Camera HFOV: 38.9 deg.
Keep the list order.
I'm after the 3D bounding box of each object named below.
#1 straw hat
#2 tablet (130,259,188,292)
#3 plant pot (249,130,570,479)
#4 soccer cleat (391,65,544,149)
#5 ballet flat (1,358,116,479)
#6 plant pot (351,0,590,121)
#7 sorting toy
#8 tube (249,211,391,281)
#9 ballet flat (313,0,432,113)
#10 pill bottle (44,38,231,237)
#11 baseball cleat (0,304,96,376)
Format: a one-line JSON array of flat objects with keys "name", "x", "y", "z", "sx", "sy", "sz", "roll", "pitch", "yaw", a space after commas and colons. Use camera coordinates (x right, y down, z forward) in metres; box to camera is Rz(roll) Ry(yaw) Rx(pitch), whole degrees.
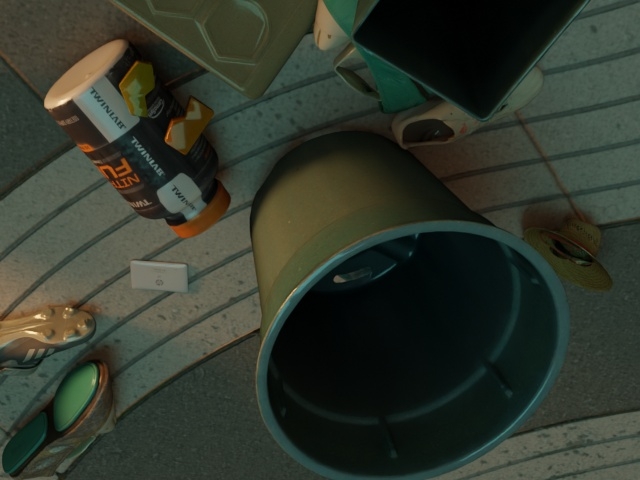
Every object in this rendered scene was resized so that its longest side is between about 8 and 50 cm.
[{"name": "straw hat", "x": 0.350, "y": 0.004, "z": 1.233, "sx": 0.144, "sy": 0.144, "sz": 0.061, "roll": 41, "pitch": 75, "yaw": -24}, {"name": "tablet", "x": -0.236, "y": 0.053, "z": 1.329, "sx": 0.083, "sy": 0.006, "sz": 0.054, "roll": 4, "pitch": 126, "yaw": 0}, {"name": "plant pot", "x": 0.063, "y": 0.047, "z": 1.079, "sx": 0.340, "sy": 0.334, "sz": 0.341, "roll": -7, "pitch": 122, "yaw": -12}, {"name": "soccer cleat", "x": 0.182, "y": -0.158, "z": 1.115, "sx": 0.196, "sy": 0.076, "sz": 0.068, "roll": -19, "pitch": 123, "yaw": 15}, {"name": "ballet flat", "x": -0.397, "y": 0.291, "z": 1.466, "sx": 0.106, "sy": 0.108, "sz": 0.316, "roll": 22, "pitch": 132, "yaw": -38}, {"name": "plant pot", "x": 0.144, "y": -0.276, "z": 0.933, "sx": 0.165, "sy": 0.234, "sz": 0.165, "roll": 28, "pitch": 122, "yaw": -17}, {"name": "sorting toy", "x": -0.130, "y": -0.265, "z": 1.021, "sx": 0.229, "sy": 0.041, "sz": 0.307, "roll": 33, "pitch": 99, "yaw": -23}, {"name": "tube", "x": 0.000, "y": 0.000, "z": 1.260, "sx": 0.207, "sy": 0.052, "sz": 0.080, "roll": 29, "pitch": 129, "yaw": -24}, {"name": "ballet flat", "x": 0.043, "y": -0.230, "z": 1.043, "sx": 0.087, "sy": 0.083, "sz": 0.247, "roll": -29, "pitch": 133, "yaw": 15}, {"name": "pill bottle", "x": -0.214, "y": -0.116, "z": 1.129, "sx": 0.130, "sy": 0.130, "sz": 0.246, "roll": -26, "pitch": 121, "yaw": 20}, {"name": "baseball cleat", "x": -0.426, "y": 0.155, "z": 1.384, "sx": 0.205, "sy": 0.072, "sz": 0.109, "roll": -5, "pitch": 140, "yaw": 12}]
